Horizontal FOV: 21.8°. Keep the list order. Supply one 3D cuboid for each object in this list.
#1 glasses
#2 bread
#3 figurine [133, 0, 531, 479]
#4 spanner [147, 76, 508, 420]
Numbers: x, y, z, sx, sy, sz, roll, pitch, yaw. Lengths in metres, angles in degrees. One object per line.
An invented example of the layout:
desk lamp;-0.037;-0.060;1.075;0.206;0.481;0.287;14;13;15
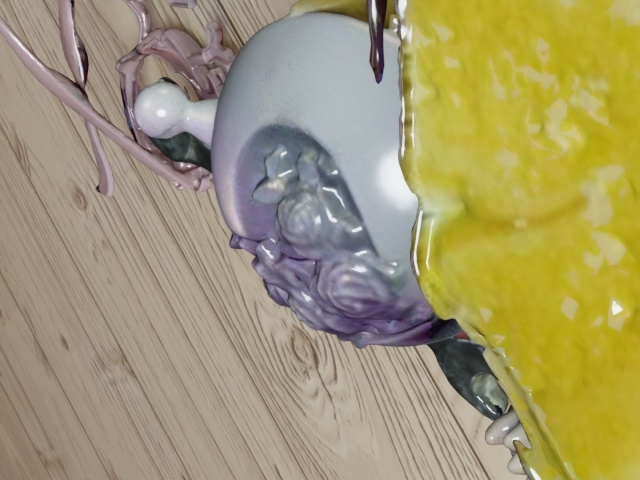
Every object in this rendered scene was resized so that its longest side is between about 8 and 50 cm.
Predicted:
glasses;-0.111;-0.118;0.877;0.162;0.095;0.255;-5;112;53
bread;0.118;-0.035;0.412;0.156;0.158;0.260;13;115;41
figurine;0.068;0.017;0.594;0.274;0.133;0.194;53;158;-2
spanner;0.000;0.000;0.795;0.254;0.015;0.054;38;152;24
